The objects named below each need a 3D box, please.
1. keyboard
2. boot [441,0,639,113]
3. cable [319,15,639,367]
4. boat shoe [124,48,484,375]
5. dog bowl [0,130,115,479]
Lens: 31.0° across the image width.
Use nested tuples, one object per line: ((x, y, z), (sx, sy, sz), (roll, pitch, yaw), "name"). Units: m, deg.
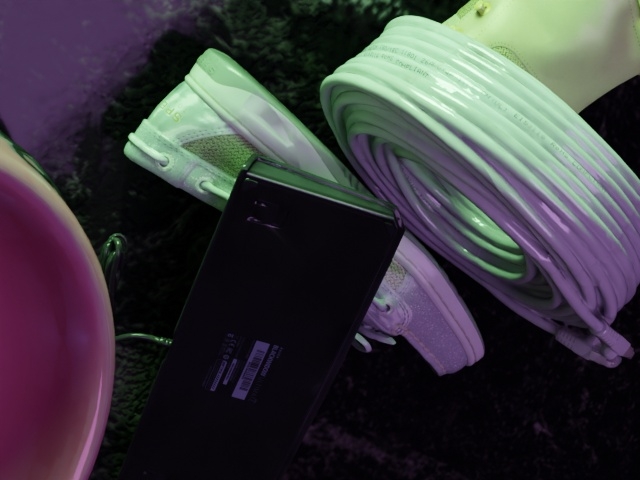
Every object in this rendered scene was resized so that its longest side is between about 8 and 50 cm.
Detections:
((-0.087, 0.074, 0.824), (0.201, 0.033, 0.317), (17, 121, -13), "keyboard")
((0.155, -0.215, 0.842), (0.203, 0.095, 0.262), (-33, 93, 16), "boot")
((0.117, -0.044, 0.803), (0.089, 0.257, 0.257), (-48, 139, -8), "cable")
((0.000, 0.000, 0.851), (0.103, 0.118, 0.320), (-44, 118, 3), "boat shoe")
((-0.290, 0.085, 0.638), (0.408, 0.150, 0.408), (-21, 120, -42), "dog bowl")
